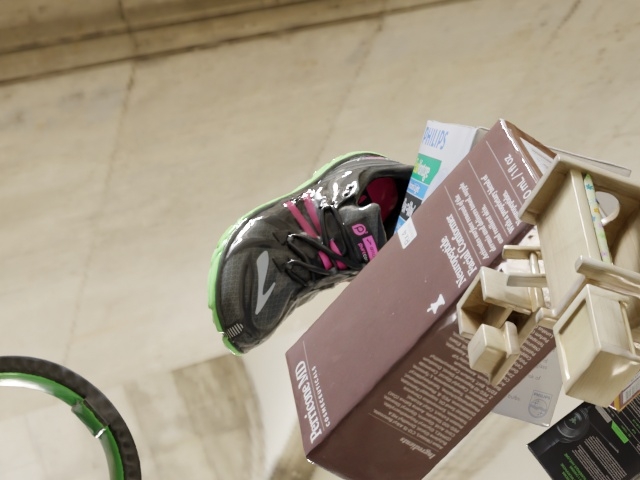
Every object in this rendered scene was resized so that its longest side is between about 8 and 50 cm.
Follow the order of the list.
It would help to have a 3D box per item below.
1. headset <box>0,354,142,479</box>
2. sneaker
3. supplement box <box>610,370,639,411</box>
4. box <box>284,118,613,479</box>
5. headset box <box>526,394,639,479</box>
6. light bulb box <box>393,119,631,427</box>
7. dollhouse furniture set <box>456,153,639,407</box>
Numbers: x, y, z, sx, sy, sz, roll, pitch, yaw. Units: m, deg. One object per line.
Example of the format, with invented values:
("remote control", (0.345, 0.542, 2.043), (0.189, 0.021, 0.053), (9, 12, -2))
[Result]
("headset", (-0.351, 0.283, 1.154), (0.243, 0.394, 0.185), (49, -36, 0))
("sneaker", (0.000, 0.000, 2.016), (0.202, 0.483, 0.185), (2, -51, 49))
("supplement box", (0.336, 0.155, 1.459), (0.083, 0.055, 0.043), (28, -37, 42))
("box", (0.136, 0.077, 1.320), (0.381, 0.143, 0.191), (-50, -153, 20))
("headset box", (0.450, 0.293, 1.736), (0.131, 0.283, 0.246), (54, 6, 33))
("light bulb box", (0.236, 0.029, 1.771), (0.358, 0.225, 0.361), (-131, -123, -81))
("dollhouse furniture set", (0.174, 0.070, 0.814), (0.182, 0.101, 0.161), (-89, -159, -48))
